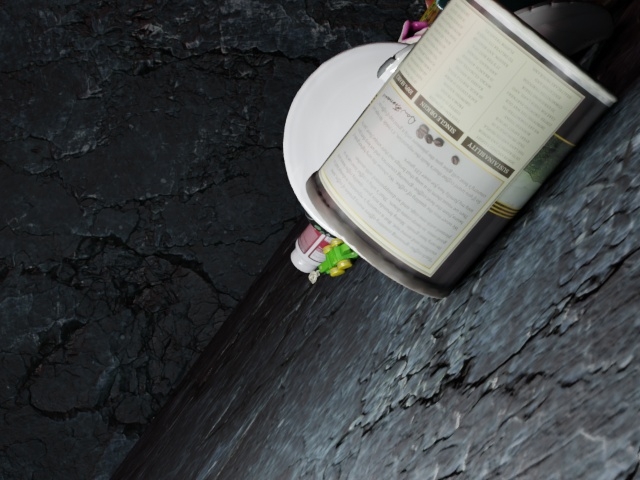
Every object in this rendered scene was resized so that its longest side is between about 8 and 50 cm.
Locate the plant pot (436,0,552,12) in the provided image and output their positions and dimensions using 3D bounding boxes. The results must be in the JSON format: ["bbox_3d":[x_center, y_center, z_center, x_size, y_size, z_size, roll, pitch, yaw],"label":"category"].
[{"bbox_3d":[0.356,-0.470,1.649,0.234,0.166,0.165,-50,3,-35],"label":"plant pot"}]

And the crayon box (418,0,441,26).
[{"bbox_3d":[0.296,-0.485,1.992,0.203,0.083,0.323,-55,14,14],"label":"crayon box"}]

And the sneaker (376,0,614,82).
[{"bbox_3d":[0.221,-0.206,1.135,0.297,0.129,0.111,-20,1,-4],"label":"sneaker"}]

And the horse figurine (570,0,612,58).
[{"bbox_3d":[0.386,-0.352,1.189,0.174,0.066,0.263,-51,1,-37],"label":"horse figurine"}]

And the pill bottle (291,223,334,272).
[{"bbox_3d":[0.000,0.000,2.057,0.152,0.086,0.086,-49,8,35],"label":"pill bottle"}]

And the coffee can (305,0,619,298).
[{"bbox_3d":[0.144,-0.105,0.987,0.275,0.202,0.201,-51,6,18],"label":"coffee can"}]

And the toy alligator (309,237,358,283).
[{"bbox_3d":[0.033,0.039,1.783,0.051,0.056,0.189,-10,-17,-25],"label":"toy alligator"}]

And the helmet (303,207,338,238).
[{"bbox_3d":[0.045,-0.087,1.853,0.169,0.169,0.161,-53,22,3],"label":"helmet"}]

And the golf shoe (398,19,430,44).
[{"bbox_3d":[0.203,-0.323,1.755,0.306,0.115,0.140,-122,37,-56],"label":"golf shoe"}]

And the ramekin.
[{"bbox_3d":[0.093,-0.118,1.243,0.272,0.273,0.127,-53,-7,3],"label":"ramekin"}]

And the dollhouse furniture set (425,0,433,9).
[{"bbox_3d":[0.383,-0.636,2.165,0.374,0.201,0.152,-52,6,12],"label":"dollhouse furniture set"}]
